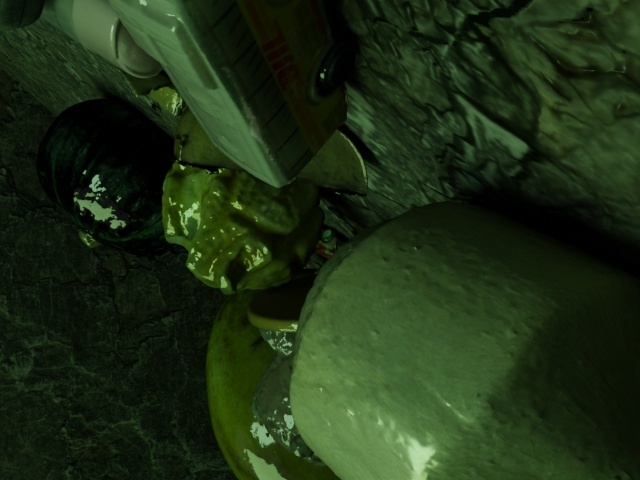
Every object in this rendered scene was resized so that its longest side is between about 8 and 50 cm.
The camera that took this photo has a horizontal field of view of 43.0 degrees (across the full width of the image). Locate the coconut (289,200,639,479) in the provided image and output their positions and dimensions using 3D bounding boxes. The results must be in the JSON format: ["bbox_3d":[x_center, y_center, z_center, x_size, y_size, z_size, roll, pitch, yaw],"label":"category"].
[{"bbox_3d":[0.117,0.106,0.561,0.266,0.237,0.237,28,166,41],"label":"coconut"}]

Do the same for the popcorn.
[{"bbox_3d":[-0.090,-0.030,0.930,0.187,0.167,0.185,39,177,26],"label":"popcorn"}]

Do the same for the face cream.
[{"bbox_3d":[-0.267,-0.257,0.808,0.269,0.073,0.107,36,174,19],"label":"face cream"}]

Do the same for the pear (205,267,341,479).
[{"bbox_3d":[-0.002,0.237,1.275,0.352,0.352,0.413,64,-175,-70],"label":"pear"}]

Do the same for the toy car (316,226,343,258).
[{"bbox_3d":[0.000,0.000,1.139,0.122,0.035,0.059,26,168,49],"label":"toy car"}]

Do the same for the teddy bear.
[{"bbox_3d":[0.028,0.151,1.036,0.236,0.267,0.151,28,174,-13],"label":"teddy bear"}]

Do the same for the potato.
[{"bbox_3d":[-0.039,-0.103,0.718,0.172,0.089,0.100,9,-163,-9],"label":"potato"}]

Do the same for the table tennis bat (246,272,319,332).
[{"bbox_3d":[0.061,0.060,0.844,0.321,0.198,0.050,1,104,43],"label":"table tennis bat"}]

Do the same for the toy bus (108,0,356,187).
[{"bbox_3d":[-0.048,-0.127,0.481,0.092,0.106,0.268,34,170,17],"label":"toy bus"}]

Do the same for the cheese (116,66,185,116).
[{"bbox_3d":[-0.204,-0.191,0.991,0.060,0.041,0.084,42,-171,29],"label":"cheese"}]

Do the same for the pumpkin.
[{"bbox_3d":[-0.361,-0.097,1.460,0.315,0.238,0.315,33,167,9],"label":"pumpkin"}]

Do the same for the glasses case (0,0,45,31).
[{"bbox_3d":[-0.375,-0.321,0.750,0.323,0.074,0.131,36,132,19],"label":"glasses case"}]
